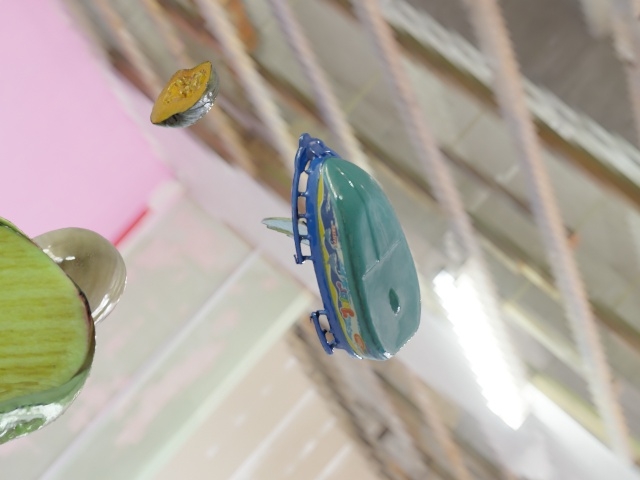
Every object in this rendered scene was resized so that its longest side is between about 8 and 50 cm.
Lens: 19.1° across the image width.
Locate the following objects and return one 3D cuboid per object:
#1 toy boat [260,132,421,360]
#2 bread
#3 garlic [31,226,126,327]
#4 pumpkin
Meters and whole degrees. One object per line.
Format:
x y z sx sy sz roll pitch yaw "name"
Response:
0.000 0.000 1.337 0.110 0.091 0.175 9 -52 37 "toy boat"
-0.304 0.051 1.293 0.301 0.301 0.045 37 -54 26 "bread"
-0.246 0.047 1.576 0.099 0.175 0.124 -123 -169 -47 "garlic"
-0.099 -0.108 1.469 0.028 0.050 0.083 32 -23 -23 "pumpkin"
